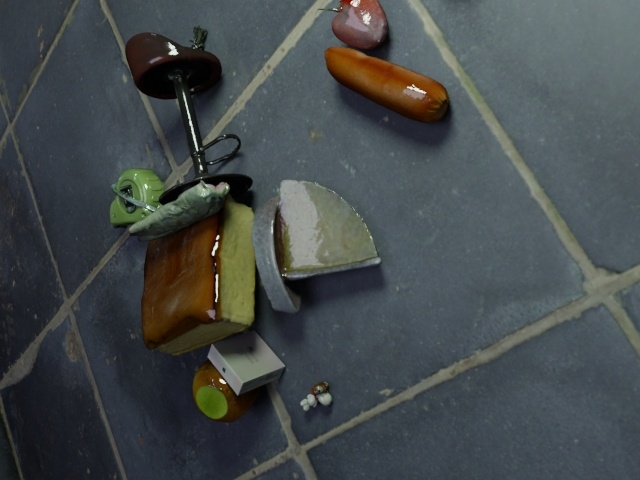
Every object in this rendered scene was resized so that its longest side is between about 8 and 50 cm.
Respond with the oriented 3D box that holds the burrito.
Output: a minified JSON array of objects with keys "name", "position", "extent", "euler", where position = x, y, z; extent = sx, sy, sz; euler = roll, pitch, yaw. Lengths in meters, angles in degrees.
[{"name":"burrito","position":[-0.329,-0.062,1.356],"extent":[0.309,0.096,0.066],"euler":[-23,74,34]}]

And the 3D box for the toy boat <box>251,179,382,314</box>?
[{"name":"toy boat","position":[-0.028,-0.005,1.276],"extent":[0.293,0.111,0.276],"euler":[-32,72,24]}]

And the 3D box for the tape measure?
[{"name":"tape measure","position":[-0.525,-0.120,1.678],"extent":[0.200,0.106,0.175],"euler":[2,97,39]}]

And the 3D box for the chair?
[{"name":"chair","position":[-0.320,-0.297,1.412],"extent":[0.226,0.226,0.401],"euler":[-24,78,39]}]

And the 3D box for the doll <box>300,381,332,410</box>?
[{"name":"doll","position":[-0.010,0.350,1.314],"extent":[0.085,0.040,0.058],"euler":[-19,90,39]}]

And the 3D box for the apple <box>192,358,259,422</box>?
[{"name":"apple","position":[-0.233,0.365,1.435],"extent":[0.163,0.146,0.147],"euler":[29,113,10]}]

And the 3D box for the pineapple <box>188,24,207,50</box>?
[{"name":"pineapple","position":[-0.318,-0.495,1.517],"extent":[0.058,0.058,0.124],"euler":[26,103,37]}]

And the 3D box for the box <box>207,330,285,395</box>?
[{"name":"box","position":[-0.177,0.288,1.388],"extent":[0.129,0.130,0.051],"euler":[43,124,30]}]

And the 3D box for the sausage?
[{"name":"sausage","position":[0.118,-0.304,1.128],"extent":[0.300,0.089,0.083],"euler":[34,120,34]}]

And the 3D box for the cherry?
[{"name":"cherry","position":[0.077,-0.431,1.157],"extent":[0.106,0.087,0.126],"euler":[-34,90,30]}]

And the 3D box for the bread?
[{"name":"bread","position":[-0.301,0.090,1.431],"extent":[0.333,0.143,0.323],"euler":[-26,56,38]}]
